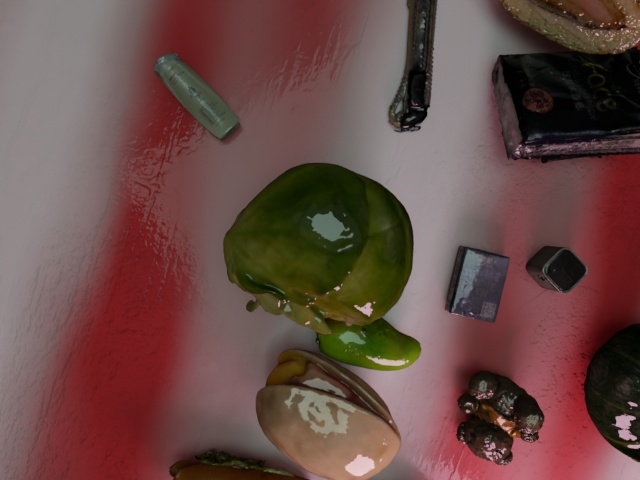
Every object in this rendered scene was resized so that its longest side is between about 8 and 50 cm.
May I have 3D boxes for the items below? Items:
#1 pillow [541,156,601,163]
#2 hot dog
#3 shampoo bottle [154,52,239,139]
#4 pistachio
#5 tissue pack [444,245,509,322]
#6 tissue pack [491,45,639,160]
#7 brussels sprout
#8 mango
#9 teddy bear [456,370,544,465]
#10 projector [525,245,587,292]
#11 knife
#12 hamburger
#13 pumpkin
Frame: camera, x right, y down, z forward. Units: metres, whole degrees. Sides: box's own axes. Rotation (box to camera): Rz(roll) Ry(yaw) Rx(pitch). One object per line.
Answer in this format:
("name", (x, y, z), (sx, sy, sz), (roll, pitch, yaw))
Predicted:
("pillow", (0.557, -0.222, 1.077), (0.150, 0.048, 0.091), (-8, 98, -6))
("hot dog", (-0.163, 0.523, 1.031), (0.337, 0.135, 0.100), (11, 70, -4))
("shampoo bottle", (-0.267, -0.310, 1.029), (0.212, 0.049, 0.072), (45, 94, -3))
("pistachio", (0.019, 0.358, 0.977), (0.309, 0.230, 0.230), (40, 90, -5))
("tissue pack", (0.356, 0.098, 1.078), (0.112, 0.051, 0.156), (13, 91, -6))
("tissue pack", (0.549, -0.299, 1.012), (0.332, 0.123, 0.245), (-3, 68, -1))
("brussels sprout", (0.000, 0.000, 0.954), (0.371, 0.276, 0.315), (3, 105, 4))
("mango", (0.105, 0.215, 1.040), (0.232, 0.111, 0.126), (10, 96, -4))
("teddy bear", (0.390, 0.398, 1.061), (0.177, 0.140, 0.190), (27, 99, 23))
("projector", (0.528, 0.063, 1.069), (0.083, 0.082, 0.083), (-45, 93, 0))
("knife", (0.213, -0.423, 1.053), (0.089, 0.043, 0.366), (6, 91, -4))
("hamburger", (0.537, -0.540, 0.995), (0.330, 0.162, 0.209), (35, 59, 8))
("pumpkin", (0.718, 0.326, 1.033), (0.300, 0.207, 0.300), (-3, 102, -14))
